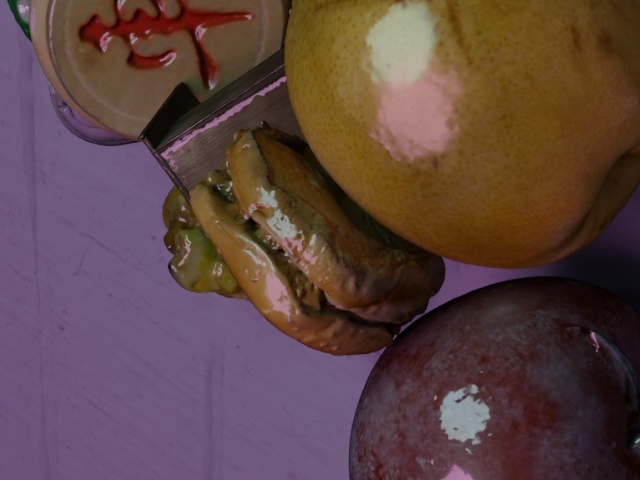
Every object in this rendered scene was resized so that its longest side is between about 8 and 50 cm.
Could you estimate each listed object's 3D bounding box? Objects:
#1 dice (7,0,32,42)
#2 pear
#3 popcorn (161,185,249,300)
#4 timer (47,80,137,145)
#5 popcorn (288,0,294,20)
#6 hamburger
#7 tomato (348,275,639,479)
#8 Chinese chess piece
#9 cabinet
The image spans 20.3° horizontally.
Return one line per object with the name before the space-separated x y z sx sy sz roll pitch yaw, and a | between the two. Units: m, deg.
dice | -0.249 -0.273 1.874 0.131 0.128 0.120 55 140 14
pear | 0.128 -0.135 1.384 0.314 0.314 0.314 27 129 38
popcorn | -0.078 -0.010 1.830 0.173 0.142 0.173 1 92 32
timer | -0.182 -0.199 1.793 0.069 0.190 0.208 -118 19 -62
popcorn | 0.000 -0.202 1.661 0.084 0.084 0.084 27 129 38
hamburger | 0.001 0.001 1.442 0.108 0.214 0.214 -45 72 16
tomato | 0.176 0.183 1.479 0.282 0.316 0.317 -10 103 34
Chinese chess piece | -0.151 -0.214 1.697 0.097 0.250 0.251 -115 18 -64
cabinet | -0.021 -0.075 1.605 0.175 0.148 0.215 -31 104 23
